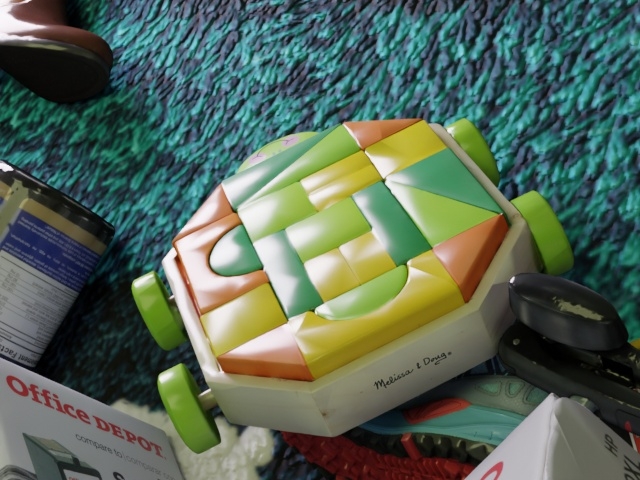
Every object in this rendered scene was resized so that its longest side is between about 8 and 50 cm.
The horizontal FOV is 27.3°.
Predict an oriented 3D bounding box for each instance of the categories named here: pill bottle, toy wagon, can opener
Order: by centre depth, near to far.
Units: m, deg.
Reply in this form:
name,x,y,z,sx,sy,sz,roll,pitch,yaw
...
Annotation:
name,x,y,z,sx,sy,sz,roll,pitch,yaw
can opener,0.175,0.082,0.710,0.186,0.073,0.059,30,77,34
toy wagon,0.000,0.000,0.901,0.267,0.068,0.344,-26,33,-2
pill bottle,-0.279,0.052,1.110,0.122,0.123,0.219,26,82,42

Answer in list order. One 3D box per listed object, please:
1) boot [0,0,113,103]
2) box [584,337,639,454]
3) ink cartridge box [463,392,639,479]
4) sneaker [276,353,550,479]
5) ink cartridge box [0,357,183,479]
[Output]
name,x,y,z,sx,sy,sz,roll,pitch,yaw
boot,-0.247,-0.276,1.314,0.264,0.096,0.280,8,64,46
box,0.296,0.167,0.662,0.257,0.079,0.322,-24,54,22
ink cartridge box,0.027,0.297,0.576,0.395,0.166,0.285,-50,3,23
sneaker,0.066,0.103,0.869,0.261,0.104,0.125,10,49,40
ink cartridge box,-0.166,0.236,0.867,0.121,0.211,0.289,-40,49,13
